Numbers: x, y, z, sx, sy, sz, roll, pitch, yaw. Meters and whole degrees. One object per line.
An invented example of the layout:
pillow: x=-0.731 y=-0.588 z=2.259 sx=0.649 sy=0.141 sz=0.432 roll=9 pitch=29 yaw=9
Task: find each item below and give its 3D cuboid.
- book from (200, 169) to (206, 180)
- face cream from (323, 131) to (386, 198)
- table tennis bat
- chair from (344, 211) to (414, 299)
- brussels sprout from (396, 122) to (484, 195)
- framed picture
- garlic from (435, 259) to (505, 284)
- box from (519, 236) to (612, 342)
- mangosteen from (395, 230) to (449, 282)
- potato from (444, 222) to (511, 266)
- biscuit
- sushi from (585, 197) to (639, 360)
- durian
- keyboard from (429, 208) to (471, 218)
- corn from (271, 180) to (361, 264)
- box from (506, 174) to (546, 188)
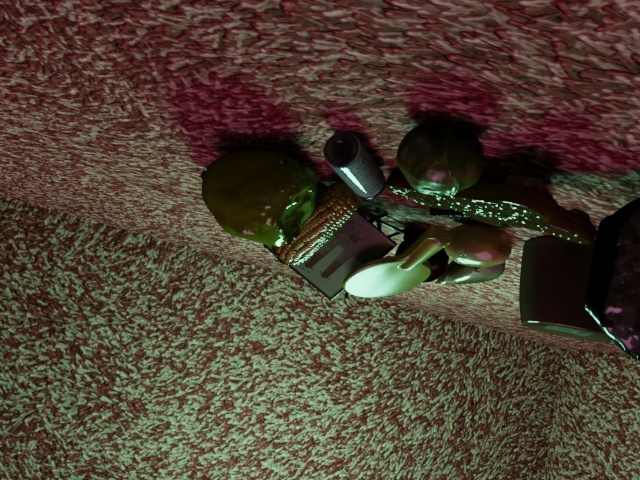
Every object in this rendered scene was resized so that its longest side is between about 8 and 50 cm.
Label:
book: x=-0.199 y=-0.091 z=1.749 sx=0.158 sy=0.026 sz=0.231 roll=16 pitch=-153 yaw=-34
face cream: x=0.076 y=-0.139 z=1.401 sx=0.075 sy=0.075 sz=0.229 roll=8 pitch=168 yaw=22
table tennis bat: x=0.198 y=0.063 z=1.757 sx=0.224 sy=0.054 sz=0.368 roll=4 pitch=152 yaw=-27
chair: x=0.123 y=0.043 z=1.927 sx=0.260 sy=0.154 sz=0.141 roll=-24 pitch=146 yaw=39
brussels sprout: x=0.197 y=-0.132 z=1.185 sx=0.155 sy=0.117 sz=0.155 roll=8 pitch=153 yaw=4
framed picture: x=0.015 y=0.010 z=1.808 sx=0.244 sy=0.013 sz=0.324 roll=39 pitch=137 yaw=-5
garlic: x=0.428 y=0.064 z=1.880 sx=0.129 sy=0.148 sz=0.266 roll=32 pitch=163 yaw=2
box: x=0.647 y=0.131 z=1.784 sx=0.301 sy=0.216 sz=0.301 roll=10 pitch=170 yaw=2
mangosteen: x=0.281 y=0.039 z=1.960 sx=0.153 sy=0.152 sz=0.152 roll=12 pitch=169 yaw=2
potato: x=0.382 y=0.011 z=1.741 sx=0.119 sy=0.109 sz=0.178 roll=3 pitch=178 yaw=-40
biscuit: x=0.297 y=-0.091 z=1.375 sx=0.283 sy=0.064 sz=0.432 roll=22 pitch=177 yaw=-39
sushi: x=0.636 y=0.079 z=1.257 sx=0.329 sy=0.327 sz=0.285 roll=8 pitch=179 yaw=14
durian: x=-0.134 y=-0.096 z=1.540 sx=0.340 sy=0.204 sz=0.256 roll=7 pitch=180 yaw=30
keyboard: x=0.350 y=-0.059 z=1.659 sx=0.196 sy=0.018 sz=0.060 roll=3 pitch=169 yaw=42
corn: x=-0.017 y=-0.035 z=1.692 sx=0.115 sy=0.115 sz=0.318 roll=18 pitch=142 yaw=-25
box: x=0.408 y=-0.095 z=1.395 sx=0.073 sy=0.020 sz=0.149 roll=9 pitch=168 yaw=19
